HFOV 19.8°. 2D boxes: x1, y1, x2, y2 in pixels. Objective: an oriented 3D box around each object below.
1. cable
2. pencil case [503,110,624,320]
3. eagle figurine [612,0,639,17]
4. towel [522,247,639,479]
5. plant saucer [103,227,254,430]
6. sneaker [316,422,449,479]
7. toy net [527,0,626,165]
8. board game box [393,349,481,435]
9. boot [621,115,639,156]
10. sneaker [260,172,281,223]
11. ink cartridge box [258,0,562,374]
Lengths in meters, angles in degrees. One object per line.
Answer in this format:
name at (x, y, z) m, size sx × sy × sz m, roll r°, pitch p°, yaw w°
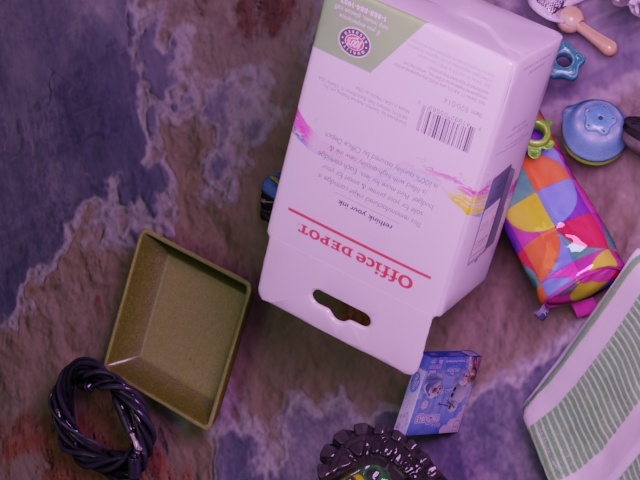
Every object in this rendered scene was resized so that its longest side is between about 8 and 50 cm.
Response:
cable at (-0.275, 0.216, 2.240) m, size 0.184 × 0.047 × 0.150 m, roll 30°, pitch 130°, yaw 36°
pencil case at (0.219, -0.039, 1.850) m, size 0.104 × 0.104 × 0.236 m, roll -36°, pitch 69°, yaw 32°
eagle figurine at (0.287, -0.389, 1.732) m, size 0.225 × 0.226 × 0.298 m, roll 105°, pitch 157°, yaw -57°
towel at (0.295, 0.192, 1.716) m, size 0.248 × 0.038 × 0.325 m, roll -59°, pitch 28°, yaw 30°
plant saucer at (-0.159, 0.103, 2.177) m, size 0.188 × 0.045 × 0.188 m, roll 26°, pitch 106°, yaw 35°
sneaker at (0.151, 0.321, 1.898) m, size 0.343 × 0.146 × 0.134 m, roll 38°, pitch 74°, yaw 19°
toy net at (0.239, -0.187, 1.843) m, size 0.122 × 0.045 × 0.232 m, roll -5°, pitch 71°, yaw -2°
board game box at (0.124, 0.160, 1.925) m, size 0.020 × 0.090 × 0.090 m, roll 28°, pitch 107°, yaw 39°
boot at (0.361, -0.005, 1.753) m, size 0.246 × 0.083 × 0.161 m, roll 39°, pitch 122°, yaw 36°
sneaker at (0.000, 0.000, 2.051) m, size 0.188 × 0.067 × 0.078 m, roll 43°, pitch 136°, yaw 28°
ink cartridge box at (0.079, -0.069, 1.795) m, size 0.207 × 0.119 × 0.353 m, roll 27°, pitch 120°, yaw 20°
